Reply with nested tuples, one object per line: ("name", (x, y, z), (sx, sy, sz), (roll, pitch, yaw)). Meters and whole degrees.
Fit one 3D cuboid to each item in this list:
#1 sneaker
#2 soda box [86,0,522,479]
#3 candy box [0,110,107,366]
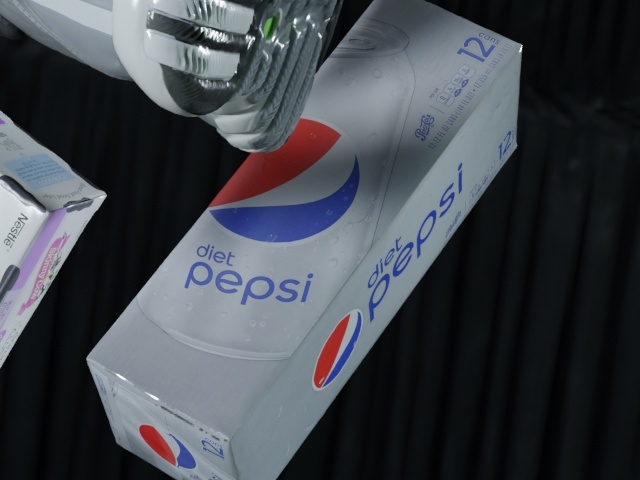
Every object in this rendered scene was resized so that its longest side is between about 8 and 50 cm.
("sneaker", (-0.069, -0.093, 0.594), (0.132, 0.086, 0.229), (21, 1, 8))
("soda box", (0.000, 0.000, 0.931), (0.091, 0.286, 0.098), (27, -27, 20))
("candy box", (-0.247, -0.014, 0.986), (0.196, 0.165, 0.070), (37, 20, 10))
